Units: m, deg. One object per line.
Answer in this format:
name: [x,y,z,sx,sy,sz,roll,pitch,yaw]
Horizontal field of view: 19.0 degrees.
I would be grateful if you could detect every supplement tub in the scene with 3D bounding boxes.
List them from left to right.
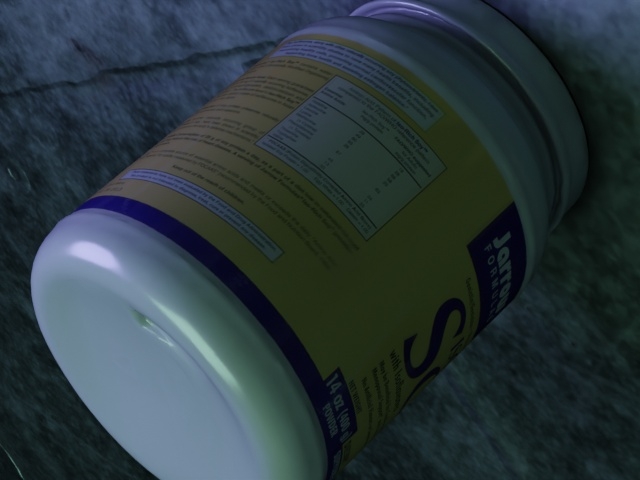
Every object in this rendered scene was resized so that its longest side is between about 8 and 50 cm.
supplement tub: [0.000,0.000,1.276,0.241,0.331,0.241,35,149,24]
